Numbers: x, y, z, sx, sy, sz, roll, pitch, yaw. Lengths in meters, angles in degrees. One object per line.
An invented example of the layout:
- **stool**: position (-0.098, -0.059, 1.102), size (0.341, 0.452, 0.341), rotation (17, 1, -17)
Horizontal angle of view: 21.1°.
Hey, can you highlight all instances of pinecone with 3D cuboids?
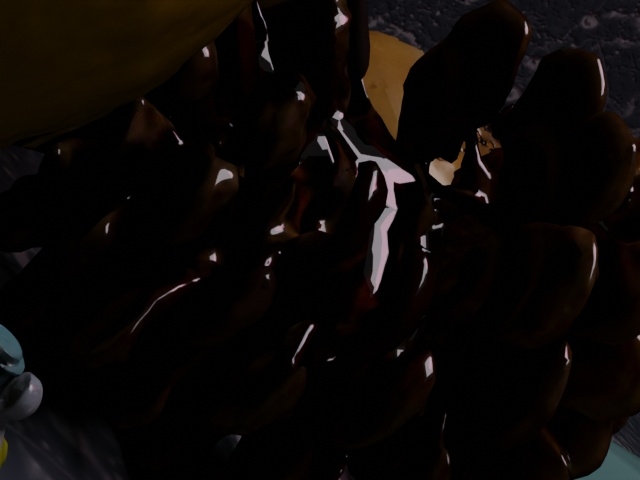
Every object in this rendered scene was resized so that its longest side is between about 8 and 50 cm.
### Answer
- **pinecone**: position (0.001, -0.003, 0.671), size (0.292, 0.246, 0.246), rotation (28, 18, -34)

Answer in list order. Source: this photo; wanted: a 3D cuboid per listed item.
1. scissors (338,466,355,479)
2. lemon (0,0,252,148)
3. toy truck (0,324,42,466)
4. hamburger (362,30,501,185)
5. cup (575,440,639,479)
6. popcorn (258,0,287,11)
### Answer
- **scissors**: position (-0.036, 0.059, 0.890), size (0.176, 0.022, 0.085), rotation (51, 10, 6)
- **lemon**: position (-0.138, -0.156, 0.483), size (0.297, 0.297, 0.297), rotation (46, 9, -9)
- **toy truck**: position (-0.121, 0.034, 0.417), size (0.111, 0.077, 0.076), rotation (42, 10, -29)
- **hamburger**: position (0.080, -0.008, 1.301), size (0.304, 0.174, 0.284), rotation (25, 34, -50)
- **cup**: position (0.135, 0.165, 0.888), size (0.235, 0.148, 0.134), rotation (38, 39, -39)
- **popcorn**: position (-0.027, -0.278, 0.780), size (0.354, 0.390, 0.344), rotation (8, -13, -34)
